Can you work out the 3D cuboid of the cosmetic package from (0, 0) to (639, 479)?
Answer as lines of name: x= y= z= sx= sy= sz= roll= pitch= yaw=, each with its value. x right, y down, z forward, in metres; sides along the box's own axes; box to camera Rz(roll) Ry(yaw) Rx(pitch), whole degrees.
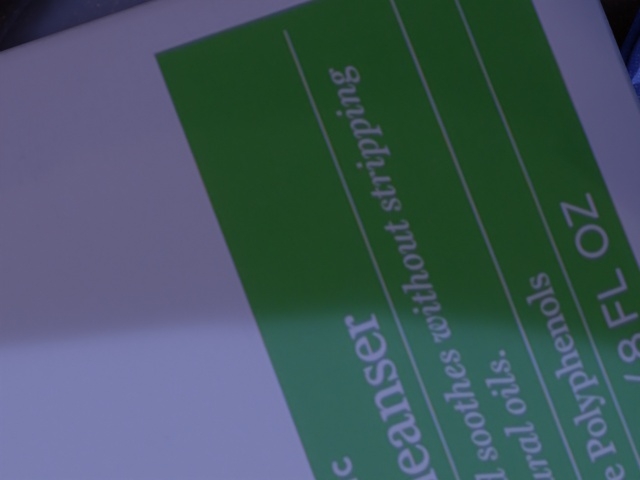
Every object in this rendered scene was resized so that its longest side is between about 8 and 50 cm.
cosmetic package: x=-0.092 y=0.071 z=0.369 sx=0.366 sy=0.155 sz=0.197 roll=-21 pitch=86 yaw=-10

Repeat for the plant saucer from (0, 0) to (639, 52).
plant saucer: x=0.000 y=0.000 z=0.500 sx=0.311 sy=0.050 sz=0.310 roll=-1 pitch=96 yaw=-12

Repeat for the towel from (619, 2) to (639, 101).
towel: x=0.248 y=-0.077 z=0.529 sx=0.285 sy=0.034 sz=0.209 roll=27 pitch=87 yaw=-23
